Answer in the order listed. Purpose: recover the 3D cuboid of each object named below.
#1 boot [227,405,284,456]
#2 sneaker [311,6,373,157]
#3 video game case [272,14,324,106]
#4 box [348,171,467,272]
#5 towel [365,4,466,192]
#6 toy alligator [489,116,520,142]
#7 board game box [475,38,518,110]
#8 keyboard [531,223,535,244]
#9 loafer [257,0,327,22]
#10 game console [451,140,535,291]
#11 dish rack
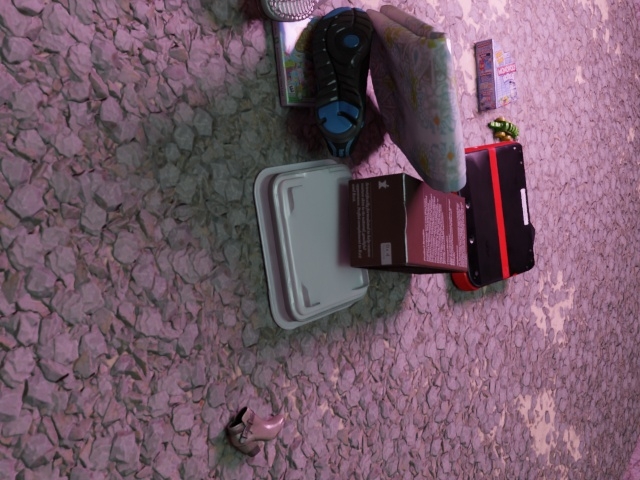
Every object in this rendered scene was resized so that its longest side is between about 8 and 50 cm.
[{"bbox_3d":[-0.124,0.350,1.379,0.118,0.042,0.087,-47,119,-39],"label":"boot"},{"bbox_3d":[0.041,-0.337,1.523,0.140,0.125,0.341,80,17,-66],"label":"sneaker"},{"bbox_3d":[-0.014,-0.383,1.543,0.212,0.023,0.194,-11,96,-48],"label":"video game case"},{"bbox_3d":[0.206,-0.024,1.629,0.381,0.143,0.191,12,76,-61],"label":"box"},{"bbox_3d":[0.195,-0.310,1.531,0.090,0.374,0.321,-20,121,-6],"label":"towel"},{"bbox_3d":[0.571,-0.327,2.169,0.189,0.051,0.056,15,78,-47],"label":"toy alligator"},{"bbox_3d":[0.517,-0.492,2.110,0.194,0.060,0.194,-26,108,-45],"label":"board game box"},{"bbox_3d":[0.559,-0.028,2.160,0.317,0.033,0.202,39,56,-39],"label":"keyboard"},{"bbox_3d":[-0.053,-0.494,1.457,0.251,0.087,0.094,-39,121,-46],"label":"loafer"},{"bbox_3d":[0.470,-0.072,2.016,0.342,0.060,0.387,-14,100,-41],"label":"game console"},{"bbox_3d":[0.000,0.000,1.511,0.285,0.072,0.333,-15,99,-47],"label":"dish rack"}]
